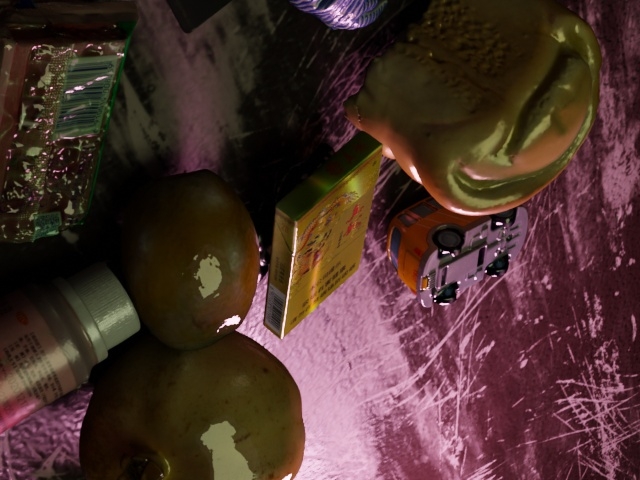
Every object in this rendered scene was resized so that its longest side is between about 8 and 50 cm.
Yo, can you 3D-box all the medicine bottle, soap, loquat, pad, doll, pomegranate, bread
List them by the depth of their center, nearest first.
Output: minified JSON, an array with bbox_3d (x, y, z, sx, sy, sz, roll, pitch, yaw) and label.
[{"bbox_3d":[-0.309,-0.125,1.456,0.218,0.098,0.273,-8,129,-40],"label":"soap"},{"bbox_3d":[-0.138,-0.316,1.525,0.112,0.003,0.157,-40,143,-9],"label":"pad"},{"bbox_3d":[-0.346,0.128,1.620,0.247,0.147,0.147,-32,141,-20],"label":"medicine bottle"},{"bbox_3d":[-0.161,0.026,1.664,0.179,0.179,0.227,-14,106,-36],"label":"loquat"},{"bbox_3d":[-0.175,0.260,1.787,0.319,0.319,0.319,-26,139,-25],"label":"pomegranate"},{"bbox_3d":[0.223,-0.188,1.795,0.315,0.270,0.211,-49,158,-6],"label":"bread"},{"bbox_3d":[-0.051,-0.037,1.819,0.219,0.067,0.091,-53,153,0],"label":"doll"}]

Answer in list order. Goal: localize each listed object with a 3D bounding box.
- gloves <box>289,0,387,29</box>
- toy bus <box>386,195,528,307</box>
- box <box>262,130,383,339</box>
[{"bbox_3d":[0.008,-0.308,1.614,0.119,0.097,0.229,-30,160,33],"label":"gloves"},{"bbox_3d":[0.199,-0.006,2.030,0.209,0.136,0.126,-26,139,-26],"label":"toy bus"},{"bbox_3d":[0.000,0.000,1.832,0.173,0.043,0.311,-42,160,-27],"label":"box"}]
